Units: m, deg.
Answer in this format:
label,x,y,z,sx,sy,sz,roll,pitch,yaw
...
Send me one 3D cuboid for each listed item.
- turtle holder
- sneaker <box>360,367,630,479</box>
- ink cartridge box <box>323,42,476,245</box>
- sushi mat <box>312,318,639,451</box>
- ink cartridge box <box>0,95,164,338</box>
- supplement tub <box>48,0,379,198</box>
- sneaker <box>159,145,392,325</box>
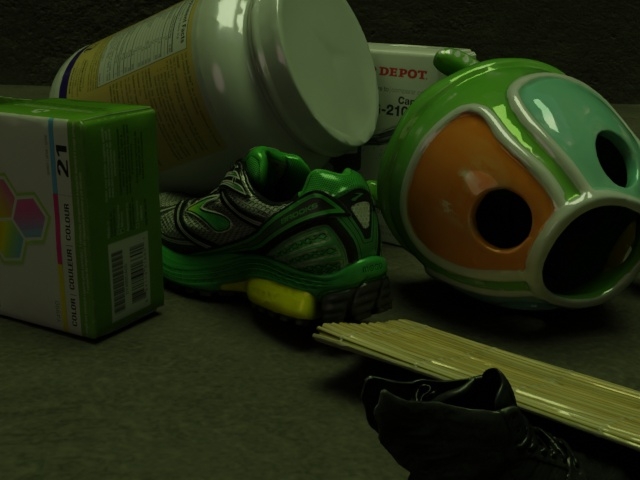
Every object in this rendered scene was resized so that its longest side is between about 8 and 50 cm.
label,x,y,z,sx,sy,sz,roll,pitch,yaw
turtle holder,0.218,-0.028,0.845,0.320,0.243,0.227,40,7,-39
sneaker,0.106,0.115,0.487,0.170,0.089,0.051,-1,16,-14
ink cartridge box,0.091,-0.124,1.069,0.172,0.237,0.100,13,18,33
sushi mat,0.158,0.105,0.608,0.317,0.019,0.151,15,4,35
ink cartridge box,-0.275,-0.033,0.775,0.255,0.188,0.097,9,18,26
supplement tub,-0.124,-0.162,0.993,0.331,0.241,0.241,-15,6,30
sneaker,-0.060,-0.021,0.827,0.134,0.146,0.344,-10,13,-42
